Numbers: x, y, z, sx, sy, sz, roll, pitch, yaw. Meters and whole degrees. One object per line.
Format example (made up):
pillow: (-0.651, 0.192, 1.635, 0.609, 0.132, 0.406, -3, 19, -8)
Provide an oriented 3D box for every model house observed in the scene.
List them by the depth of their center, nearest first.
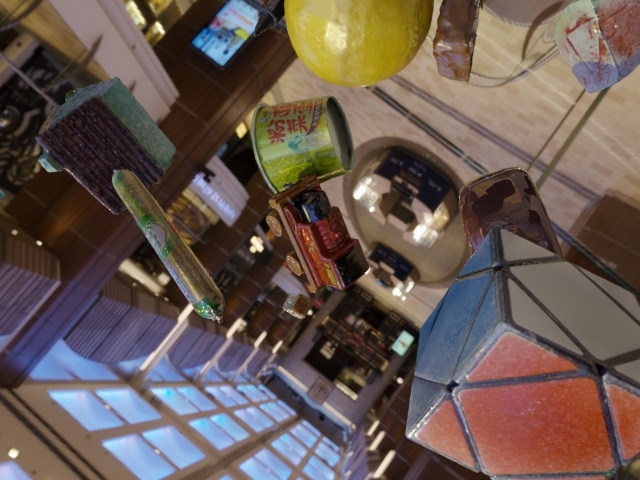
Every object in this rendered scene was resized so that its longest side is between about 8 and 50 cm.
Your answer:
model house: (-0.540, -0.205, 1.241, 0.230, 0.249, 0.280, 0, 140, 36)

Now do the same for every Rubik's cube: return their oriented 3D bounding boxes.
Rubik's cube: (0.243, 0.144, 0.599, 0.207, 0.205, 0.205, 25, -147, 0)

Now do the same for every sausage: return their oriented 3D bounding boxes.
sausage: (-0.171, -0.005, 0.551, 0.269, 0.033, 0.033, 46, 176, 33)

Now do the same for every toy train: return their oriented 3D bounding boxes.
toy train: (0.000, 0.000, 1.445, 0.231, 0.163, 0.369, 12, 132, 52)

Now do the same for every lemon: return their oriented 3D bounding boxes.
lemon: (0.082, -0.503, 1.092, 0.348, 0.348, 0.348, 36, 170, 7)

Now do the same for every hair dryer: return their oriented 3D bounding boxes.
hair dryer: (-0.079, -0.609, 1.182, 0.189, 0.352, 0.107, 36, 157, -11)

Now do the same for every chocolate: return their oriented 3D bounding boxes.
chocolate: (0.306, -0.457, 1.139, 0.093, 0.148, 0.214, 12, 179, 14)

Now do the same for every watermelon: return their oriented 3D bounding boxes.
watermelon: (0.672, -0.447, 1.123, 0.261, 0.201, 0.213, -7, -178, 0)

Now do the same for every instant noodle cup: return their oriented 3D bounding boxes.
instant noodle cup: (-0.038, -0.294, 1.522, 0.221, 0.311, 0.311, -11, 147, 20)

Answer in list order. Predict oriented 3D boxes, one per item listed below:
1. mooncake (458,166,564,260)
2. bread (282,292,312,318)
mooncake: (0.422, 0.002, 1.129, 0.334, 0.174, 0.326, 21, -129, -68)
bread: (-0.081, 0.232, 1.803, 0.076, 0.070, 0.083, 1, 151, 40)
